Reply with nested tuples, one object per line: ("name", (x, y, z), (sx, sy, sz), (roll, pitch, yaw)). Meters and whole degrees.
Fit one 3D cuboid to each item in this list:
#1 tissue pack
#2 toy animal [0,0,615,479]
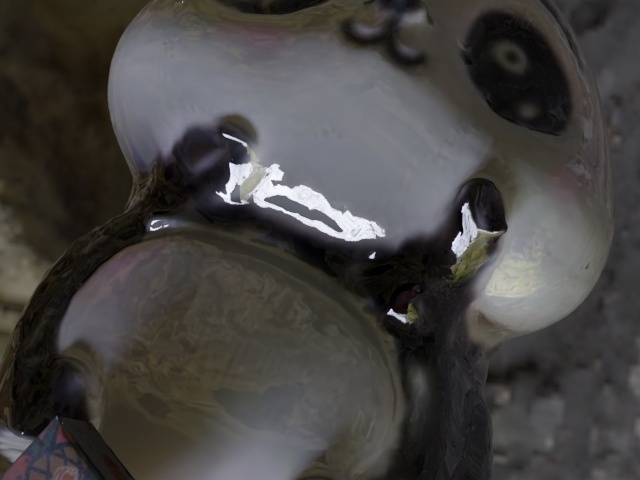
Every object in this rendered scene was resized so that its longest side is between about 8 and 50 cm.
("tissue pack", (-0.106, 0.119, 0.773), (0.083, 0.035, 0.063), (-45, 63, 10))
("toy animal", (0.000, 0.000, 0.906), (0.310, 0.251, 0.251), (-61, 8, -15))
